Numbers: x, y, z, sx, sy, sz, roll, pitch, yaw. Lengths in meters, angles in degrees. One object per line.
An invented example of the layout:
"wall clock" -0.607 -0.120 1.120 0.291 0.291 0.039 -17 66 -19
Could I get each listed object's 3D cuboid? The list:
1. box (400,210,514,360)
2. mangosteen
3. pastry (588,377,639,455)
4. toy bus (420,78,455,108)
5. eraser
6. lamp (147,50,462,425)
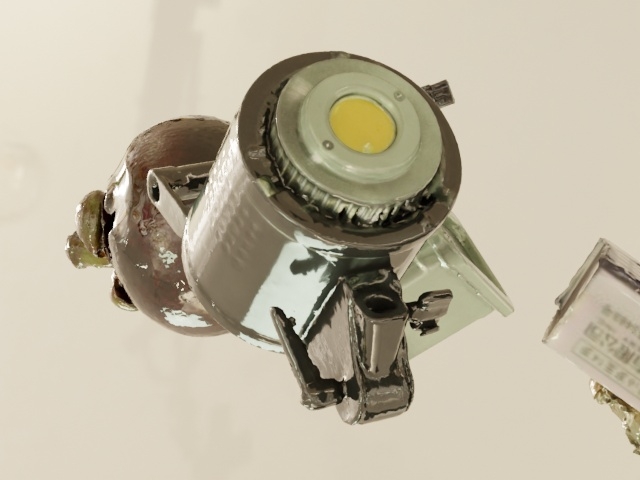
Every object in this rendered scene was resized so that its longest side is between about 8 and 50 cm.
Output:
"box" 0.098 0.040 2.307 0.175 0.182 0.312 58 -172 25
"mangosteen" -0.174 -0.021 2.428 0.293 0.297 0.297 8 -179 -14
"pastry" 0.445 0.138 2.281 0.121 0.236 0.257 34 -163 -27
"toy bus" 0.101 -0.162 2.254 0.131 0.037 0.052 -22 -175 -24
"eraser" 0.317 0.116 1.452 0.287 0.086 0.130 35 -165 2
"lamp" -0.004 -0.044 1.642 0.205 0.272 0.374 -10 -136 -26
